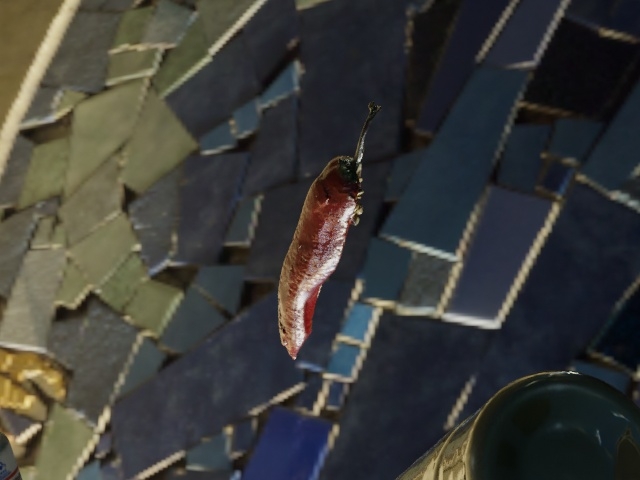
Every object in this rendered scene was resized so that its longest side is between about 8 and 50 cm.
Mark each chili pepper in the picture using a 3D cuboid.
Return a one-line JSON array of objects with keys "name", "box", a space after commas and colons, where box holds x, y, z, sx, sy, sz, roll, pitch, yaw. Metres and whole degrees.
[{"name": "chili pepper", "box": [0.000, 0.000, 1.113, 0.050, 0.268, 0.059, 12, 36, -13]}]

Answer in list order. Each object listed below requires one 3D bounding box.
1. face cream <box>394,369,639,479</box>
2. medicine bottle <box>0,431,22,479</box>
[{"name": "face cream", "box": [0.077, 0.150, 0.668, 0.341, 0.137, 0.084, 109, -7, -67]}, {"name": "medicine bottle", "box": [-0.300, 0.213, 1.143, 0.079, 0.079, 0.140, -28, 108, -47]}]
